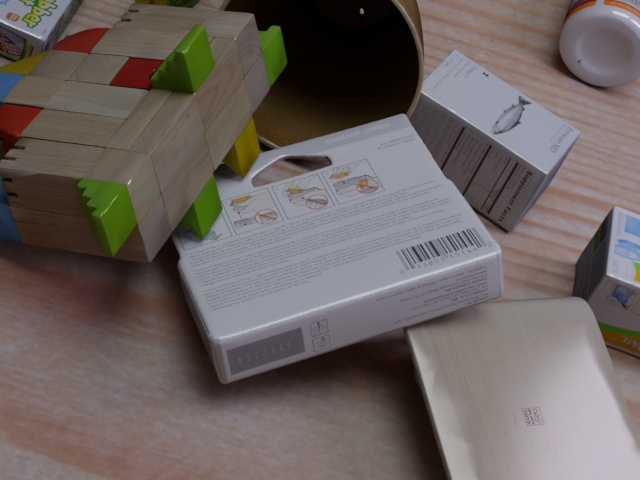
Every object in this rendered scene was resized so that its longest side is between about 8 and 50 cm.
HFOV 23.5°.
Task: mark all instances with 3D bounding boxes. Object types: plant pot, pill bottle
[{"bbox_3d":[0.017,-0.255,1.762,0.237,0.237,0.254,23,33,-2],"label":"plant pot"},{"bbox_3d":[0.390,-0.310,2.009,0.121,0.121,0.221,25,46,0],"label":"pill bottle"}]

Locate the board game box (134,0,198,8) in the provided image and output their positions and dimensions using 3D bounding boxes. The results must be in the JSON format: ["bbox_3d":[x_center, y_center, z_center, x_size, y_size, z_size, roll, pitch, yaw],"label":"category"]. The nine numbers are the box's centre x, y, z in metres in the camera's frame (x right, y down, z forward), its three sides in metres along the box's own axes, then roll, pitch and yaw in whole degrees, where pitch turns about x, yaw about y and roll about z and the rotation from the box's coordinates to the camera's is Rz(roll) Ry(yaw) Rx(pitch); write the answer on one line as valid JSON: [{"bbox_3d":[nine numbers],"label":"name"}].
[{"bbox_3d":[-0.158,-0.321,1.821,0.043,0.092,0.181,29,46,5],"label":"board game box"}]

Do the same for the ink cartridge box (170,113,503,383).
[{"bbox_3d":[0.000,0.000,1.561,0.296,0.066,0.261,-16,40,-10],"label":"ink cartridge box"}]

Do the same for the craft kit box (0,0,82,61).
[{"bbox_3d":[-0.387,-0.330,1.766,0.247,0.061,0.250,24,46,-4],"label":"craft kit box"}]

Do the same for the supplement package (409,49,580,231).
[{"bbox_3d":[0.187,-0.116,1.770,0.179,0.105,0.105,34,45,9],"label":"supplement package"}]

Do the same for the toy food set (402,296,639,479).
[{"bbox_3d":[0.194,0.194,1.528,0.220,0.092,0.306,-2,60,-24],"label":"toy food set"}]

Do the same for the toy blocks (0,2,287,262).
[{"bbox_3d":[-0.231,-0.121,1.551,0.261,0.190,0.381,8,43,22],"label":"toy blocks"}]

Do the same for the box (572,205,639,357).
[{"bbox_3d":[0.391,0.065,1.694,0.203,0.103,0.114,20,46,-4],"label":"box"}]
